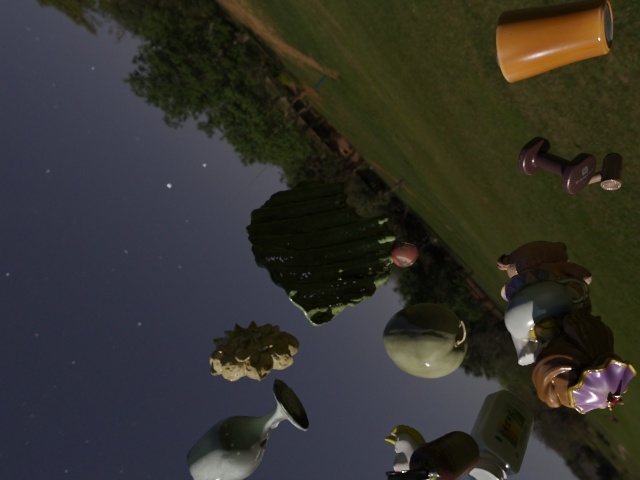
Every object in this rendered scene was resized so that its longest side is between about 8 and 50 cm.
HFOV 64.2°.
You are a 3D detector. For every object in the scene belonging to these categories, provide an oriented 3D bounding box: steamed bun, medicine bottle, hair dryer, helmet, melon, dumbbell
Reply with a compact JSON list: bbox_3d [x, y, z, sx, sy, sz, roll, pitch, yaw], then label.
[{"bbox_3d":[-0.214,0.340,1.646,0.295,0.292,0.137,-136,39,-81],"label":"steamed bun"},{"bbox_3d":[0.602,0.676,1.725,0.179,0.124,0.324,45,-131,1],"label":"medicine bottle"},{"bbox_3d":[0.941,-0.221,1.751,0.064,0.117,0.181,27,157,-25],"label":"hair dryer"},{"bbox_3d":[0.197,0.040,1.209,0.065,0.049,0.084,11,160,21],"label":"helmet"},{"bbox_3d":[0.361,0.341,1.761,0.272,0.272,0.308,39,171,-39],"label":"melon"},{"bbox_3d":[0.797,-0.258,1.730,0.225,0.140,0.124,40,163,47],"label":"dumbbell"}]

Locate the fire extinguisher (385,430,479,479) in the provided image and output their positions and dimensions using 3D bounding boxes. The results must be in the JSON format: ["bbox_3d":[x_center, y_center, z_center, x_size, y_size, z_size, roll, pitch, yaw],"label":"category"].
[{"bbox_3d":[0.256,0.510,1.165,0.344,0.138,0.102,19,-120,-57],"label":"fire extinguisher"}]

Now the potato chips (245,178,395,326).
[{"bbox_3d":[-0.005,0.005,1.287,0.373,0.097,0.389,45,-128,13],"label":"potato chips"}]

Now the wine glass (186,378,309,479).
[{"bbox_3d":[-0.148,0.399,1.035,0.126,0.241,0.126,53,-175,-7],"label":"wine glass"}]

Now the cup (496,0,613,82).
[{"bbox_3d":[0.595,-0.515,1.309,0.226,0.264,0.182,-12,-80,-50],"label":"cup"}]

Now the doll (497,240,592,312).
[{"bbox_3d":[0.615,0.130,1.374,0.303,0.201,0.156,-94,-12,-53],"label":"doll"}]

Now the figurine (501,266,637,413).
[{"bbox_3d":[0.412,0.174,0.871,0.142,0.189,0.263,8,-138,-21],"label":"figurine"}]

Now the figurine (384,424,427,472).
[{"bbox_3d":[0.260,0.584,1.403,0.178,0.130,0.109,16,-173,17],"label":"figurine"}]
